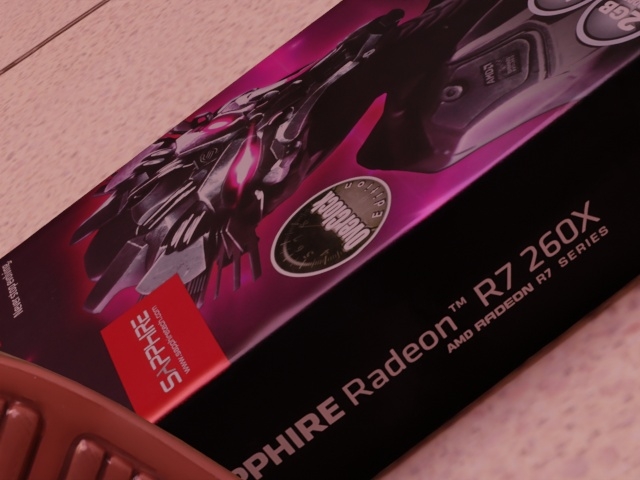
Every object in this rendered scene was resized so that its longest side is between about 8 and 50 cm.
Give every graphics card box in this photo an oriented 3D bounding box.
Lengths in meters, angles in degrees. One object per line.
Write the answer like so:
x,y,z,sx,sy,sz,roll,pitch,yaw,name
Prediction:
0.000,0.000,0.686,0.371,0.094,0.233,-36,28,-1,graphics card box

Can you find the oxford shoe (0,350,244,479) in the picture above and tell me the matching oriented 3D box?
-0.138,0.084,0.507,0.146,0.397,0.140,-19,-47,-85,oxford shoe
